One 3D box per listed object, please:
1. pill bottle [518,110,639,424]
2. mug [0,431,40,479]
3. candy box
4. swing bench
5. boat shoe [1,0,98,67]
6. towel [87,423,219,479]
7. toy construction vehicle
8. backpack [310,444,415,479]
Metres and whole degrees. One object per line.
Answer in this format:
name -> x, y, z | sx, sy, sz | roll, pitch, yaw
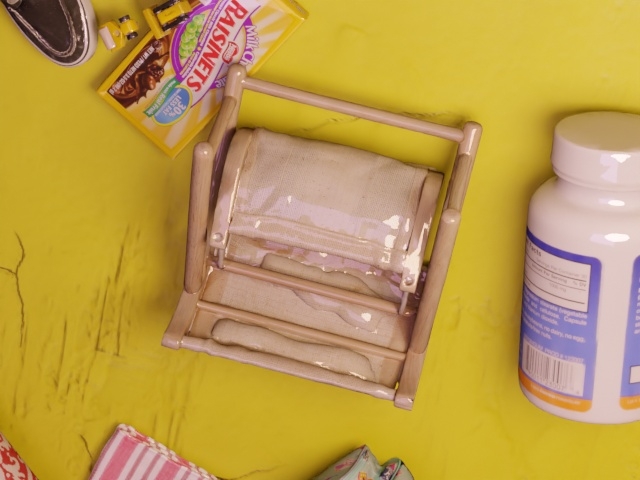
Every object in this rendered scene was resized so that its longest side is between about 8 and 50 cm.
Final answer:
pill bottle -> 0.268, 0.023, 1.762 | 0.152, 0.152, 0.272 | 5, 113, 9
mug -> -0.383, 0.267, 2.017 | 0.150, 0.113, 0.169 | -29, 102, 19
candy box -> -0.116, -0.182, 1.814 | 0.105, 0.027, 0.206 | 40, 115, -10
swing bench -> 0.000, 0.000, 1.795 | 0.253, 0.165, 0.254 | 15, 128, 3
boat shoe -> -0.292, -0.257, 1.790 | 0.078, 0.070, 0.219 | -25, 107, 20
towel -> -0.164, 0.298, 2.035 | 0.197, 0.029, 0.144 | 30, 115, -1
toy construction vehicle -> -0.175, -0.230, 1.788 | 0.098, 0.035, 0.086 | -26, 95, 29
backpack -> 0.026, 0.313, 1.914 | 0.166, 0.188, 0.144 | -38, 102, 23
